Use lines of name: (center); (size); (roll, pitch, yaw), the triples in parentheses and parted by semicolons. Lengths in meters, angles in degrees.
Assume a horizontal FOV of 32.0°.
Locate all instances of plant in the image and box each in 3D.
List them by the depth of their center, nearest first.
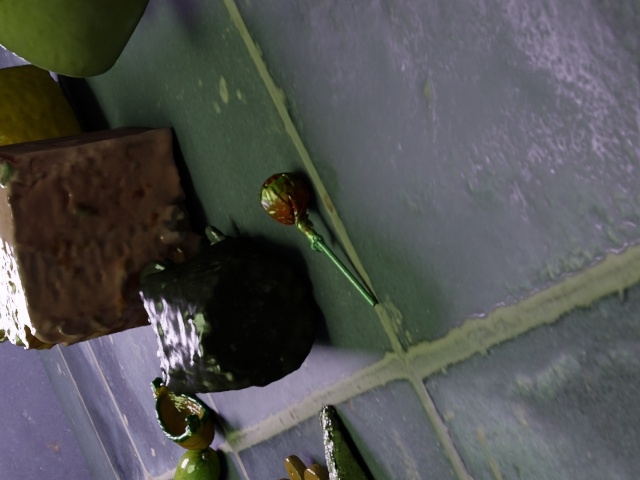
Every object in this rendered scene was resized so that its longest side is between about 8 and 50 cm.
plant: (-0.138, 0.097, 1.468); (0.276, 0.188, 0.199); (7, 116, 63)

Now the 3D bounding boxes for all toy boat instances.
toy boat: (-0.252, 0.316, 2.019); (0.088, 0.089, 0.229); (61, 163, -22)

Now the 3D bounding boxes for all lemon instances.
lemon: (-0.567, -0.122, 1.983); (0.364, 0.364, 0.364); (46, 149, 39)

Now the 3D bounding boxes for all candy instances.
candy: (0.000, 0.000, 1.283); (0.201, 0.060, 0.060); (51, 152, 17)

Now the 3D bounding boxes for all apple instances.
apple: (-0.345, -0.359, 1.401); (0.233, 0.257, 0.295); (-60, 26, 8)

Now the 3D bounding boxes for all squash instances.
squash: (-0.230, 0.438, 2.093); (0.095, 0.095, 0.188); (54, 149, 28)

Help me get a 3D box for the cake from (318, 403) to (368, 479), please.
cake: (0.020, 0.288, 1.477); (0.140, 0.055, 0.051); (62, 162, 17)

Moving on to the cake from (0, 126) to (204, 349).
cake: (-0.355, -0.009, 1.700); (0.293, 0.314, 0.307); (6, 107, 61)

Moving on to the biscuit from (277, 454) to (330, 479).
biscuit: (-0.007, 0.386, 1.637); (0.158, 0.035, 0.240); (58, 155, 15)
